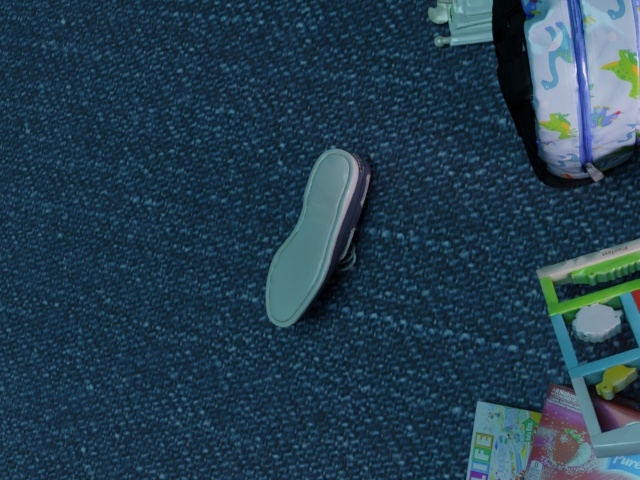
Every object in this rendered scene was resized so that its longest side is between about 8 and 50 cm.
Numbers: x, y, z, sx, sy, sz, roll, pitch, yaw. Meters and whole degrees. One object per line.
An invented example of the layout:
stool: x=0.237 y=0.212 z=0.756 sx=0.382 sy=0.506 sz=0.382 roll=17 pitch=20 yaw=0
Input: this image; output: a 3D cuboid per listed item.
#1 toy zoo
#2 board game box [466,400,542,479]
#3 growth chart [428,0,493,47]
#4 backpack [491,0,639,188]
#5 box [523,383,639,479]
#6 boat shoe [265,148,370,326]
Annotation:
toy zoo: x=0.370 y=0.125 z=1.403 sx=0.192 sy=0.030 sz=0.293 roll=-18 pitch=50 yaw=7
board game box: x=0.236 y=0.285 z=1.569 sx=0.103 sy=0.026 sz=0.154 roll=7 pitch=88 yaw=32
growth chart: x=0.227 y=-0.369 z=1.652 sx=0.172 sy=0.021 sz=0.237 roll=7 pitch=88 yaw=32
backpack: x=0.297 y=-0.219 z=1.398 sx=0.273 sy=0.355 sz=0.290 roll=-3 pitch=83 yaw=26
box: x=0.380 y=0.256 z=1.427 sx=0.257 sy=0.128 sz=0.122 roll=18 pitch=94 yaw=32
boat shoe: x=0.000 y=0.000 z=1.713 sx=0.095 sy=0.079 sz=0.254 roll=18 pitch=91 yaw=34
